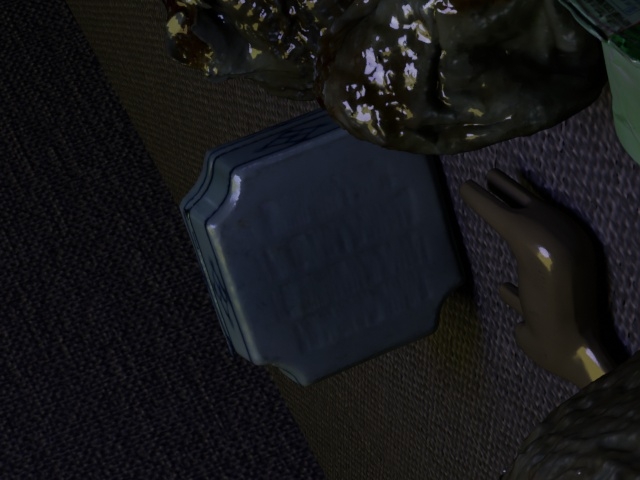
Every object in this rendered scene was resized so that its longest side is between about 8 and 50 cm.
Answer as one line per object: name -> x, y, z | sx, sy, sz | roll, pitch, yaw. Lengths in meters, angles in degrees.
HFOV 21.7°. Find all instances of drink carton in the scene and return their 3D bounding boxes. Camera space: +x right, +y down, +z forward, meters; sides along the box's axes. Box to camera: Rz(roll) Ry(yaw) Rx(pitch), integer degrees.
drink carton -> 0.245, -0.127, 1.113 | 0.144, 0.146, 0.142 | 55, 170, 44

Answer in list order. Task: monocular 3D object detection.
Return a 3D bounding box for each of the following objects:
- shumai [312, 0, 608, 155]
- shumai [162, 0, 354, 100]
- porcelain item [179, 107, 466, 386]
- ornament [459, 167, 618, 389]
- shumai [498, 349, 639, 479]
shumai -> 0.102, -0.202, 1.353 | 0.272, 0.222, 0.203 | -2, 123, 28
shumai -> -0.077, -0.260, 1.968 | 0.256, 0.218, 0.189 | 84, 168, -47
porcelain item -> 0.000, 0.000, 1.910 | 0.157, 0.286, 0.281 | 37, 148, 66
ornament -> 0.230, 0.076, 1.602 | 0.245, 0.061, 0.230 | 43, 150, 50
shumai -> 0.321, 0.207, 1.129 | 0.330, 0.292, 0.288 | -14, 106, 55
